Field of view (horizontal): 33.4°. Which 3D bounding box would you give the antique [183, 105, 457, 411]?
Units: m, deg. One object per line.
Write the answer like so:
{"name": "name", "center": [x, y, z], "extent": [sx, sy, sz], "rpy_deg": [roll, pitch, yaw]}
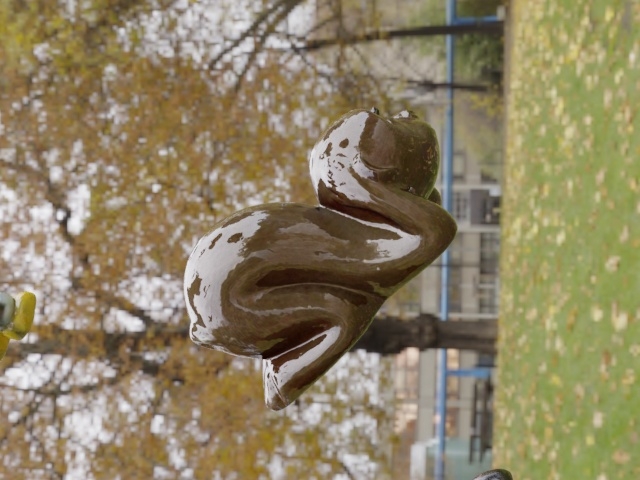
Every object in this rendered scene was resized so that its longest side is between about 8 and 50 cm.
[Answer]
{"name": "antique", "center": [0.000, 0.000, 0.866], "extent": [0.143, 0.257, 0.121], "rpy_deg": [44, -172, -10]}

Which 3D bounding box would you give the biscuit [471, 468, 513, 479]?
{"name": "biscuit", "center": [0.056, 0.258, 0.798], "extent": [0.235, 0.151, 0.063], "rpy_deg": [-20, -108, -49]}

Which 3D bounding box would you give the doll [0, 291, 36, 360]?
{"name": "doll", "center": [-0.396, 0.044, 0.887], "extent": [0.316, 0.145, 0.103], "rpy_deg": [17, -109, -36]}
